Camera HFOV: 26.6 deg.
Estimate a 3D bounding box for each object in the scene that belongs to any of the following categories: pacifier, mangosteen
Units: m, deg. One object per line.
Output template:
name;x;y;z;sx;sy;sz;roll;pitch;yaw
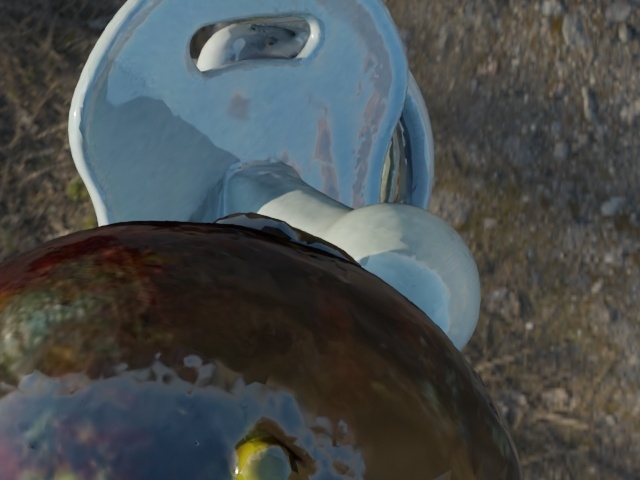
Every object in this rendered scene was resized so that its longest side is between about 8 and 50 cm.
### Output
pacifier;0.000;0.000;0.703;0.244;0.233;0.300;-12;116;-31
mangosteen;-0.048;0.097;0.468;0.231;0.289;0.231;-1;104;-5
